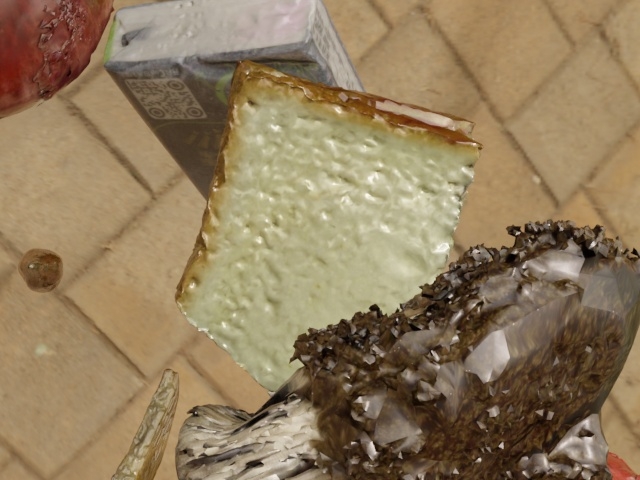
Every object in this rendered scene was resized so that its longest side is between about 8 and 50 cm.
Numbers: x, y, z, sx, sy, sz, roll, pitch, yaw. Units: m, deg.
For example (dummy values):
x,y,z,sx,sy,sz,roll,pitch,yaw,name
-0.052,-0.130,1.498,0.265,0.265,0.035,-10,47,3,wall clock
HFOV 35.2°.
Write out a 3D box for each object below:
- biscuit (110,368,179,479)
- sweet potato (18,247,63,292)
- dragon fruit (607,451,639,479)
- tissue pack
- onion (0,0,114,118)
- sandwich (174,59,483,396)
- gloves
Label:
x,y,z,sx,sy,sz,roll,pitch,yaw,name
-0.238,0.287,1.362,0.031,0.176,0.228,19,91,5,biscuit
-0.300,0.031,1.072,0.049,0.117,0.049,1,85,-8,sweet potato
0.299,0.359,1.193,0.252,0.241,0.240,23,86,8,dragon fruit
-0.080,-0.167,1.383,0.394,0.288,0.124,57,36,-54,tissue pack
-0.178,-0.149,0.476,0.184,0.147,0.183,6,71,-20,onion
-0.001,0.000,1.055,0.262,0.131,0.325,15,99,-4,sandwich
0.073,0.102,0.631,0.312,0.135,0.210,-33,135,10,gloves
